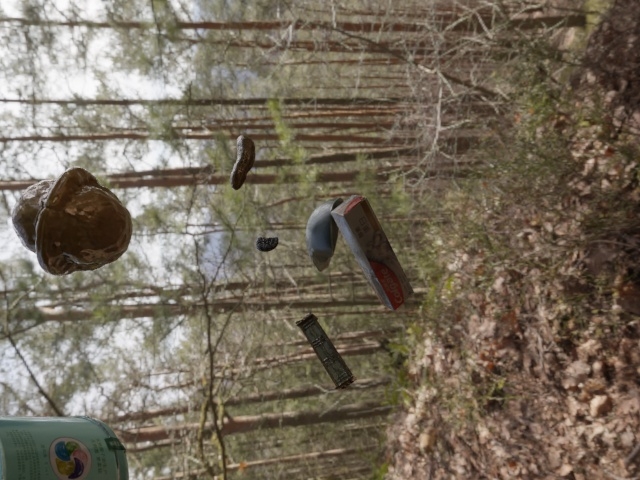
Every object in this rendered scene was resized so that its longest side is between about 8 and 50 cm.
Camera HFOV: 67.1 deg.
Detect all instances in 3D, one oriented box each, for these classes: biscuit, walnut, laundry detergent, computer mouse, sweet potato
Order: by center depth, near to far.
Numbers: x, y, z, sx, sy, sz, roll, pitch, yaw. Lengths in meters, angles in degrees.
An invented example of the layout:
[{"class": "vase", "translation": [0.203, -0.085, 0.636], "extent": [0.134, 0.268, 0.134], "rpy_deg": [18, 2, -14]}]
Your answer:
[{"class": "laundry detergent", "translation": [-0.547, 0.478, 0.908], "extent": [0.305, 0.287, 0.287], "rpy_deg": [38, -141, -58]}, {"class": "sweet potato", "translation": [-0.200, -0.208, 1.265], "extent": [0.053, 0.054, 0.182], "rpy_deg": [-40, 38, 50]}, {"class": "computer mouse", "translation": [0.000, 0.000, 1.409], "extent": [0.379, 0.090, 0.167], "rpy_deg": [100, -178, -63]}, {"class": "walnut", "translation": [-0.808, -0.057, 1.597], "extent": [0.383, 0.384, 0.383], "rpy_deg": [178, 90, -76]}, {"class": "biscuit", "translation": [-0.209, 0.010, 1.899], "extent": [0.087, 0.089, 0.027], "rpy_deg": [28, 149, 28]}]

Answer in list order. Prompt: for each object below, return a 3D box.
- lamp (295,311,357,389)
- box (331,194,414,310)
[{"class": "lamp", "translation": [0.021, 0.449, 1.965], "extent": [0.325, 0.089, 0.090], "rpy_deg": [54, 179, 28]}, {"class": "box", "translation": [0.093, 0.024, 0.827], "extent": [0.040, 0.055, 0.218], "rpy_deg": [22, 146, 57]}]
